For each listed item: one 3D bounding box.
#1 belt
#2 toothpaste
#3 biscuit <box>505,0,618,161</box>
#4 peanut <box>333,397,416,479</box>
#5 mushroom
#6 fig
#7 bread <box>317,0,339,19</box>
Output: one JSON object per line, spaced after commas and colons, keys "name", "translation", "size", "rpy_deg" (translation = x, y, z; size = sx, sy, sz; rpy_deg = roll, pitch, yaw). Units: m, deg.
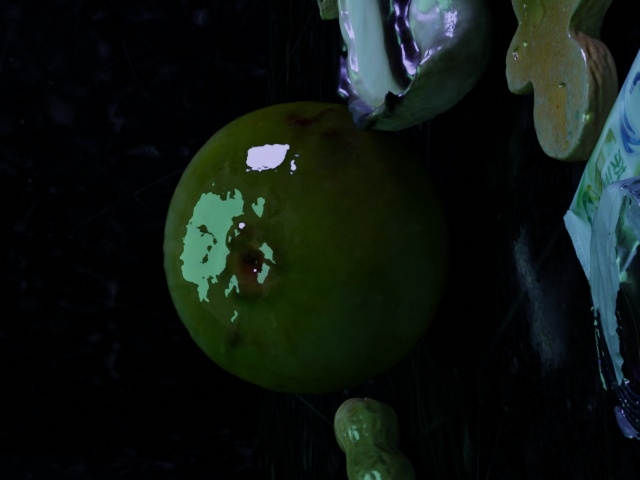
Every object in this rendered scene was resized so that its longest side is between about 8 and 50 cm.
{"name": "belt", "translation": [0.179, 0.034, 0.475], "size": [0.105, 0.058, 0.139], "rpy_deg": [176, 89, -87]}
{"name": "toothpaste", "translation": [0.182, -0.069, 0.495], "size": [0.296, 0.048, 0.074], "rpy_deg": [96, 166, -56]}
{"name": "biscuit", "translation": [0.161, -0.161, 0.635], "size": [0.153, 0.030, 0.234], "rpy_deg": [108, 158, -64]}
{"name": "peanut", "translation": [0.068, 0.256, 1.132], "size": [0.192, 0.089, 0.089], "rpy_deg": [-113, 23, -56]}
{"name": "mushroom", "translation": [0.092, -0.265, 0.792], "size": [0.247, 0.130, 0.344], "rpy_deg": [171, 96, -70]}
{"name": "fig", "translation": [0.000, 0.000, 0.966], "size": [0.316, 0.316, 0.315], "rpy_deg": [179, 90, -81]}
{"name": "bread", "translation": [0.039, -0.317, 1.148], "size": [0.080, 0.109, 0.084], "rpy_deg": [-109, 15, -52]}
